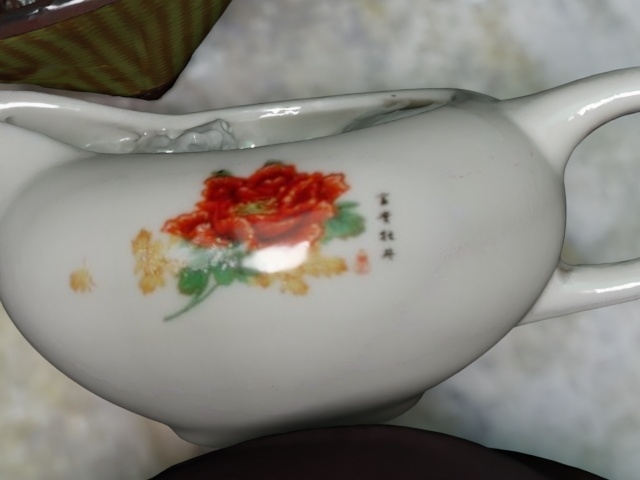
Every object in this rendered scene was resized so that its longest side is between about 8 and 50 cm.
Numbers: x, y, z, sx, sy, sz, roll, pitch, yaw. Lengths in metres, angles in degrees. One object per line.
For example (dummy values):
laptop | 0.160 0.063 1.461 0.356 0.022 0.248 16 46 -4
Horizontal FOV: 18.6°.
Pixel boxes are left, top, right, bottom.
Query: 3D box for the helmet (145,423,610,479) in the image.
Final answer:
helmet | -0.016 0.156 0.418 0.305 0.177 0.225 -24 73 -13

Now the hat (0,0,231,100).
hat | -0.062 -0.076 0.565 0.193 0.082 0.193 -16 31 10

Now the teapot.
teapot | 0.000 0.000 0.503 0.226 0.145 0.092 -6 103 6
